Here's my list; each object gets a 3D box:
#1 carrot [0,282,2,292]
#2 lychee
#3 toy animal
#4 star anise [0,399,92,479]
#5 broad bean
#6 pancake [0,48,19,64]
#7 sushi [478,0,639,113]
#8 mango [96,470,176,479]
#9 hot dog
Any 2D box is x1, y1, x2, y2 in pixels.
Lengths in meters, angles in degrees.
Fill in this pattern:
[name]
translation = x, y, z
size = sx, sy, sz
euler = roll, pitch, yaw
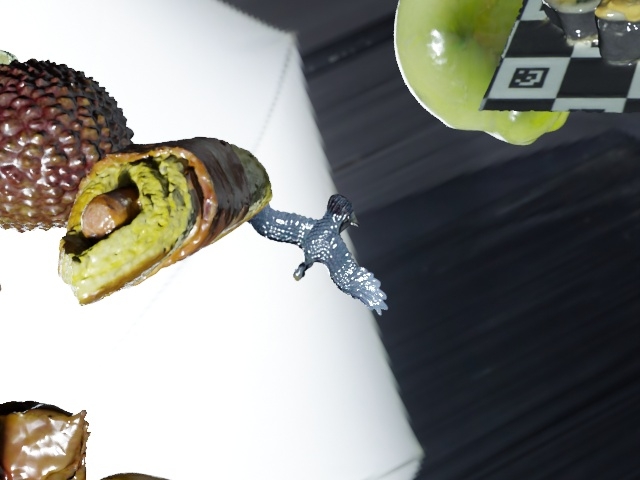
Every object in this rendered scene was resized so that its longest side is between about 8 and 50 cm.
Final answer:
[carrot]
translation = -0.508, -0.035, 1.981
size = 0.257, 0.061, 0.061
euler = 65, 166, -4
[lychee]
translation = -0.272, -0.092, 1.429
size = 0.188, 0.188, 0.188
euler = 57, 164, 26
[toy animal]
translation = 0.000, 0.000, 1.664
size = 0.220, 0.108, 0.062
euler = 38, 173, 10
[star anise]
translation = -0.292, 0.230, 1.348
size = 0.346, 0.237, 0.148
euler = 56, -160, -63
[broad bean]
translation = 0.224, -0.259, 1.931
size = 0.291, 0.238, 0.119
euler = 58, -177, -10
[pancake]
translation = -0.431, -0.214, 2.027
size = 0.116, 0.023, 0.129
euler = 2, 133, 38
[sushi]
translation = 0.343, -0.247, 1.308
size = 0.343, 0.359, 0.064
euler = 3, 132, 24
[mango]
translation = -0.164, 0.329, 1.652
size = 0.219, 0.112, 0.145
euler = 31, 178, -9
[hot dog]
translation = -0.119, -0.027, 1.045
size = 0.093, 0.123, 0.261
euler = 62, -162, -2
